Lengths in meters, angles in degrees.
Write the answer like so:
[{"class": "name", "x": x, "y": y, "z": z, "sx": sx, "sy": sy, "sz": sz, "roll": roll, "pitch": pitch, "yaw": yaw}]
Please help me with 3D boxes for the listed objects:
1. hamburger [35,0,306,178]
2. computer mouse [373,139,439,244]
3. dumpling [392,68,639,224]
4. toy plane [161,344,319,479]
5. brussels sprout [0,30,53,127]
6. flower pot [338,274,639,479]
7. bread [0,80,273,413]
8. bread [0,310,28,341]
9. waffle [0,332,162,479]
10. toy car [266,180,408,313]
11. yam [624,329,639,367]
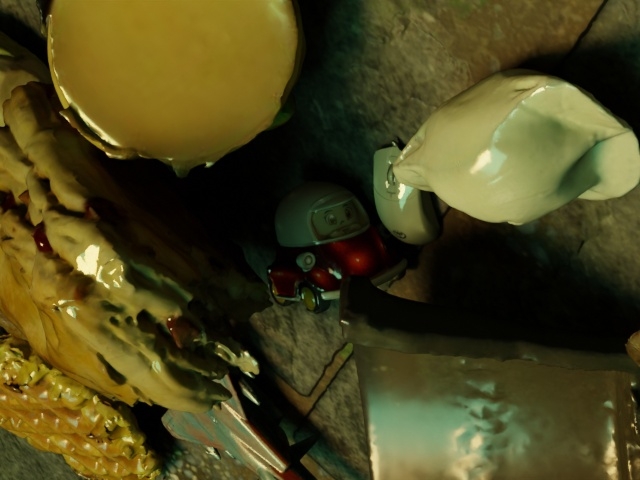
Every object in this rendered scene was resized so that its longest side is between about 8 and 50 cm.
[{"class": "hamburger", "x": -0.116, "y": -0.173, "z": 1.384, "sx": 0.237, "sy": 0.149, "sz": 0.237, "roll": 0, "pitch": 100, "yaw": 1}, {"class": "computer mouse", "x": 0.071, "y": -0.038, "z": 1.447, "sx": 0.056, "sy": 0.032, "sz": 0.110, "roll": 12, "pitch": 130, "yaw": 36}, {"class": "dumpling", "x": 0.163, "y": -0.068, "z": 1.282, "sx": 0.151, "sy": 0.124, "sz": 0.229, "roll": 23, "pitch": 160, "yaw": -30}, {"class": "toy plane", "x": -0.081, "y": 0.198, "z": 1.748, "sx": 0.326, "sy": 0.104, "sz": 0.223, "roll": 35, "pitch": 142, "yaw": 9}, {"class": "brussels sprout", "x": -0.364, "y": -0.152, "z": 1.679, "sx": 0.145, "sy": 0.131, "sz": 0.183, "roll": 46, "pitch": 148, "yaw": -7}, {"class": "flower pot", "x": 0.156, "y": 0.208, "z": 1.362, "sx": 0.251, "sy": 0.379, "sz": 0.379, "roll": -8, "pitch": 126, "yaw": 2}, {"class": "bread", "x": -0.186, "y": 0.038, "z": 1.470, "sx": 0.314, "sy": 0.191, "sz": 0.370, "roll": 45, "pitch": -174, "yaw": -39}, {"class": "bread", "x": -0.305, "y": 0.030, "z": 1.796, "sx": 0.230, "sy": 0.123, "sz": 0.230, "roll": 26, "pitch": 140, "yaw": 24}, {"class": "waffle", "x": -0.332, "y": 0.202, "z": 1.959, "sx": 0.325, "sy": 0.068, "sz": 0.302, "roll": 24, "pitch": 156, "yaw": 15}, {"class": "toy car", "x": 0.000, "y": 0.000, "z": 1.502, "sx": 0.139, "sy": 0.112, "sz": 0.112, "roll": -2, "pitch": 107, "yaw": 56}, {"class": "yam", "x": 0.354, "y": 0.113, "z": 1.236, "sx": 0.238, "sy": 0.128, "sz": 0.129, "roll": 37, "pitch": 108, "yaw": 5}]
